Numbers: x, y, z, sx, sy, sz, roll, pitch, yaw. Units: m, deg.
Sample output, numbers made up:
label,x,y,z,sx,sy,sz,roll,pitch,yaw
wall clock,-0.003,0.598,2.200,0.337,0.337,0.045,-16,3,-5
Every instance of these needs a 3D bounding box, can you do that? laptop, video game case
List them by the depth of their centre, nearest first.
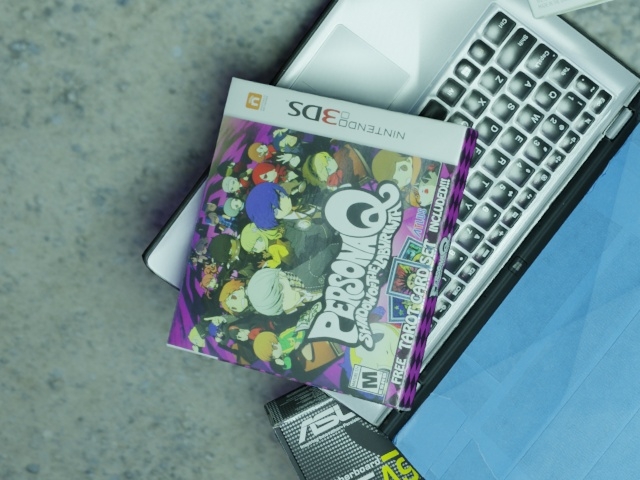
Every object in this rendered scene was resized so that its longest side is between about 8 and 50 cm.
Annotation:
label,x,y,z,sx,sy,sz,roll,pitch,yaw
laptop,0.127,0.006,1.388,0.408,0.236,0.382,36,97,-10
video game case,0.000,0.000,1.401,0.210,0.042,0.232,14,90,21

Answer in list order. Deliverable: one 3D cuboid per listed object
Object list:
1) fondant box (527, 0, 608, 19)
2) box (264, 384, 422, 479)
label,x,y,z,sx,sy,sz,roll,pitch,yaw
fondant box,0.153,-0.358,1.246,0.096,0.238,0.330,-14,115,18
box,0.115,0.188,1.591,0.270,0.060,0.216,-26,109,-3
